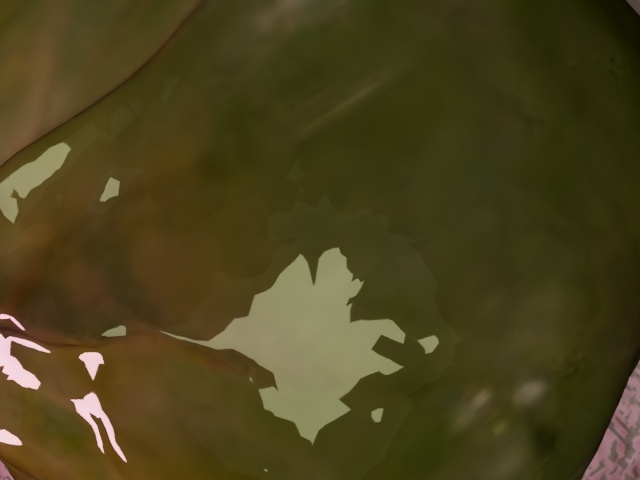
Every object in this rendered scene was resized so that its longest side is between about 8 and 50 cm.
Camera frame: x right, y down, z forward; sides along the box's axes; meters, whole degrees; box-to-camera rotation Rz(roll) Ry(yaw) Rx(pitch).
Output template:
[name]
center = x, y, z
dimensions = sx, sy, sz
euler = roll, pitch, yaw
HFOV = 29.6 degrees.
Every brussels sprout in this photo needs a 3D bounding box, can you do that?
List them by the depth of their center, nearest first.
[brussels sprout]
center = 0.000, 0.000, 0.511
dimensions = 0.327, 0.247, 0.328
euler = -1, 87, 17
